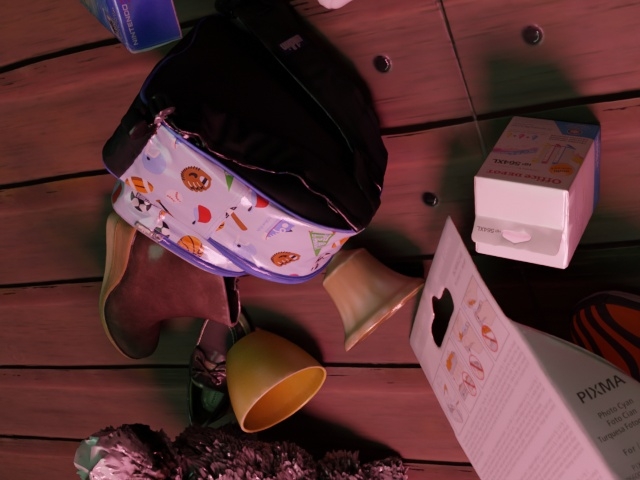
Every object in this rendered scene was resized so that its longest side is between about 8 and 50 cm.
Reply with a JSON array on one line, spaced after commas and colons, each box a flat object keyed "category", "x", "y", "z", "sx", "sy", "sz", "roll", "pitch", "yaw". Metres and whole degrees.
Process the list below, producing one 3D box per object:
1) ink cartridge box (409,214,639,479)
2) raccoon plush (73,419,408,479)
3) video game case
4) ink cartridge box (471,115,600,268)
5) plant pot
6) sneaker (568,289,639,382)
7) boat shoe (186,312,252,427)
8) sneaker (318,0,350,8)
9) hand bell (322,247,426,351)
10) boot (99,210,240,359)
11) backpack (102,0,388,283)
[{"category": "ink cartridge box", "x": 0.234, "y": 0.188, "z": 1.059, "sx": 0.308, "sy": 0.091, "sz": 0.385, "roll": 96, "pitch": 150, "yaw": -58}, {"category": "raccoon plush", "x": -0.073, "y": 0.350, "z": 1.281, "sx": 0.299, "sy": 0.446, "sz": 0.216, "roll": 0, "pitch": 82, "yaw": 23}, {"category": "video game case", "x": -0.229, "y": -0.344, "z": 0.973, "sx": 0.244, "sy": 0.061, "sz": 0.269, "roll": -133, "pitch": 26, "yaw": -55}, {"category": "ink cartridge box", "x": 0.210, "y": -0.045, "z": 0.971, "sx": 0.092, "sy": 0.143, "sz": 0.090, "roll": 10, "pitch": 128, "yaw": 25}, {"category": "plant pot", "x": -0.074, "y": 0.177, "z": 1.337, "sx": 0.095, "sy": 0.134, "sz": 0.134, "roll": 51, "pitch": 139, "yaw": 26}, {"category": "sneaker", "x": 0.371, "y": 0.204, "z": 1.036, "sx": 0.321, "sy": 0.180, "sz": 0.124, "roll": 43, "pitch": 134, "yaw": -5}, {"category": "boat shoe", "x": -0.148, "y": 0.185, "z": 1.411, "sx": 0.080, "sy": 0.073, "sz": 0.223, "roll": 25, "pitch": 132, "yaw": 14}, {"category": "sneaker", "x": 0.083, "y": -0.271, "z": 0.931, "sx": 0.094, "sy": 0.080, "sz": 0.212, "roll": 38, "pitch": 134, "yaw": -16}, {"category": "hand bell", "x": 0.000, "y": 0.000, "z": 1.183, "sx": 0.242, "sy": 0.126, "sz": 0.126, "roll": 49, "pitch": 135, "yaw": 8}, {"category": "boot", "x": -0.199, "y": 0.085, "z": 1.340, "sx": 0.207, "sy": 0.090, "sz": 0.248, "roll": 20, "pitch": 125, "yaw": 31}, {"category": "backpack", "x": -0.070, "y": -0.080, "z": 1.043, "sx": 0.263, "sy": 0.276, "sz": 0.213, "roll": 32, "pitch": 133, "yaw": -5}]
